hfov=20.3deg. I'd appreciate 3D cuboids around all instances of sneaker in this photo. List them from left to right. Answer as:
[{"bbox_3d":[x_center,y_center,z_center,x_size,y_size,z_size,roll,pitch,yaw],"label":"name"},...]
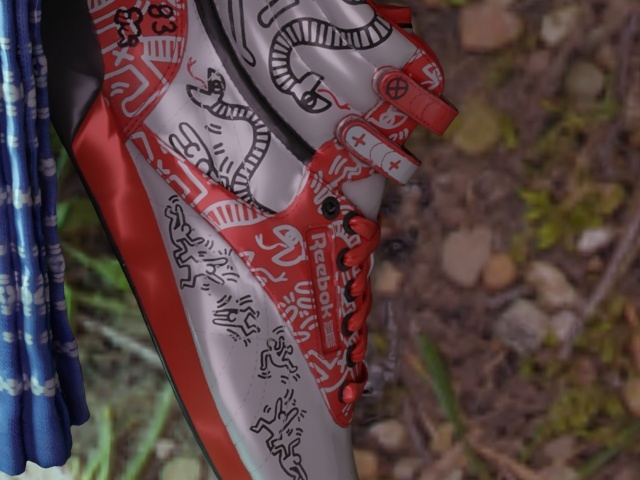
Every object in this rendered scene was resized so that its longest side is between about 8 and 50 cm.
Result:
[{"bbox_3d":[0.000,0.000,0.712,0.145,0.090,0.270,-24,97,5],"label":"sneaker"}]

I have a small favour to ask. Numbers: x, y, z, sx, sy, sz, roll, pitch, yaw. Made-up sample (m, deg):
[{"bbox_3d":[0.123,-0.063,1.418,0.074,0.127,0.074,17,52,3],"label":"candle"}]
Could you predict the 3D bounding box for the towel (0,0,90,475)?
[{"bbox_3d":[-0.186,-0.091,0.625,0.243,0.040,0.336,16,120,30],"label":"towel"}]
